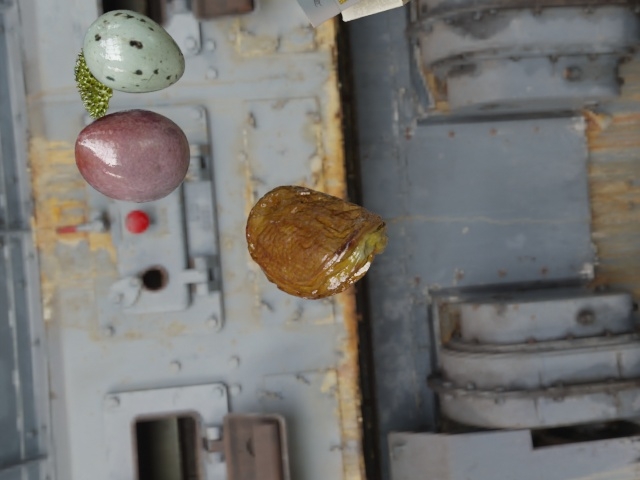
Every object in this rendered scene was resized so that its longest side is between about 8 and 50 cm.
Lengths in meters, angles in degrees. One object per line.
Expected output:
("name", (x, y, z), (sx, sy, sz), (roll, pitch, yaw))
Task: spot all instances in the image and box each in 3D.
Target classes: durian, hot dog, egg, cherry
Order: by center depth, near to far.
("egg", (-0.297, -0.299, 1.357), (0.131, 0.164, 0.131), (-21, 63, 47))
("hot dog", (0.000, 0.000, 1.406), (0.272, 0.196, 0.122), (22, 146, 43))
("cherry", (-0.407, -0.171, 1.797), (0.239, 0.239, 0.206), (-108, 13, -61))
("durian", (-0.537, -0.390, 2.007), (0.137, 0.095, 0.221), (-121, 41, -59))

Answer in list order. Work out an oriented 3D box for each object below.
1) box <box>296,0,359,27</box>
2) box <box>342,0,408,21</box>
("box", (0.050, -0.588, 1.845), (0.155, 0.243, 0.067), (44, -159, -54))
("box", (0.109, -0.650, 2.013), (0.095, 0.168, 0.212), (-51, -53, -54))
